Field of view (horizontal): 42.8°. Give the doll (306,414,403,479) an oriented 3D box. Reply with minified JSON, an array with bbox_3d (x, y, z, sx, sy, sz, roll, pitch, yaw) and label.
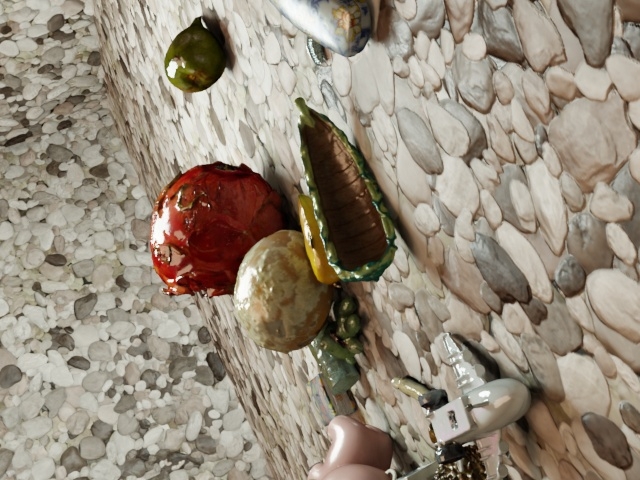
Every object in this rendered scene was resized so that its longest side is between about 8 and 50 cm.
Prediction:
[{"bbox_3d":[0.090,0.458,1.480,0.268,0.284,0.216,8,75,64],"label":"doll"}]

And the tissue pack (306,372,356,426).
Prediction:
[{"bbox_3d":[0.021,0.342,1.786,0.108,0.060,0.148,64,163,10],"label":"tissue pack"}]

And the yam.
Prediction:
[{"bbox_3d":[0.017,0.224,1.654,0.068,0.068,0.169,96,149,-56],"label":"yam"}]

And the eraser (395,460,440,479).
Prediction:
[{"bbox_3d":[0.236,0.558,1.310,0.096,0.098,0.403,-42,69,54],"label":"eraser"}]

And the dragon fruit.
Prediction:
[{"bbox_3d":[-0.211,-0.009,1.688,0.295,0.296,0.301,40,122,57],"label":"dragon fruit"}]

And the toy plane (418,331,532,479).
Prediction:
[{"bbox_3d":[0.198,0.229,1.058,0.255,0.101,0.251,111,146,-65],"label":"toy plane"}]

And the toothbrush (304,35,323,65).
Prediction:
[{"bbox_3d":[-0.036,-0.383,1.175,0.027,0.021,0.269,12,123,55],"label":"toothbrush"}]

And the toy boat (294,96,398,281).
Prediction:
[{"bbox_3d":[0.032,-0.073,1.208,0.292,0.109,0.099,69,-165,16],"label":"toy boat"}]

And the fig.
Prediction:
[{"bbox_3d":[-0.244,-0.392,1.694,0.127,0.184,0.133,25,146,6],"label":"fig"}]

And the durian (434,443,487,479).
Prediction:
[{"bbox_3d":[0.208,0.376,1.201,0.188,0.091,0.148,-111,15,-50],"label":"durian"}]

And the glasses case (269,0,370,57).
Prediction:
[{"bbox_3d":[-0.018,-0.332,1.094,0.248,0.065,0.086,48,147,33],"label":"glasses case"}]

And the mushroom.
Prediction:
[{"bbox_3d":[0.169,0.263,1.263,0.187,0.060,0.061,-138,32,-61],"label":"mushroom"}]

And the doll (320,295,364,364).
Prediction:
[{"bbox_3d":[0.039,0.164,1.517,0.115,0.078,0.150,61,152,31],"label":"doll"}]

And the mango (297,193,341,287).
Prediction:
[{"bbox_3d":[0.000,0.000,1.447,0.101,0.066,0.187,87,162,-64],"label":"mango"}]

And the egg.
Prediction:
[{"bbox_3d":[-0.066,0.096,1.537,0.195,0.195,0.233,-174,94,-71],"label":"egg"}]
